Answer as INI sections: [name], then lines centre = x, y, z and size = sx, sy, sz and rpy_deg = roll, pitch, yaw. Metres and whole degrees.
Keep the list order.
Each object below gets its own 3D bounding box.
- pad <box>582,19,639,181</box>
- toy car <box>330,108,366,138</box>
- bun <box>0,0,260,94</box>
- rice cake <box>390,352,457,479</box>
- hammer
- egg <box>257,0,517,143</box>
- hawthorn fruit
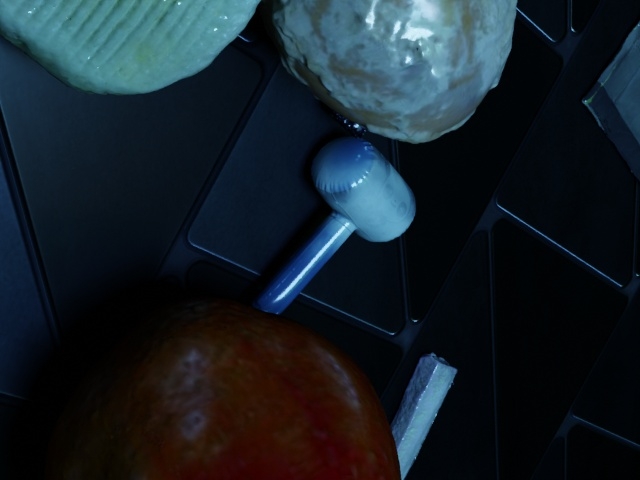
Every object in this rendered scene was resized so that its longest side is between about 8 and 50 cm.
[pad]
centre = 0.400, -0.166, 1.377
size = 0.174, 0.022, 0.233
rpy_deg = -54, 134, -4
[toy car]
centre = 0.073, -0.166, 1.057
size = 0.171, 0.070, 0.080
rpy_deg = -52, 135, -8
[bun]
centre = -0.141, -0.210, 0.810
size = 0.204, 0.126, 0.212
rpy_deg = -31, 128, 9
[rice cake]
centre = 0.091, 0.222, 1.296
size = 0.047, 0.036, 0.207
rpy_deg = 20, 98, -32
[hammer]
centre = 0.000, 0.000, 1.086
size = 0.194, 0.069, 0.116
rpy_deg = -49, 135, -4
[egg]
centre = 0.051, -0.196, 0.923
size = 0.203, 0.203, 0.245
rpy_deg = -28, 97, -28
[hawthorn fruit]
centre = -0.066, 0.192, 0.961
size = 0.295, 0.311, 0.295
rpy_deg = -30, 130, -43
